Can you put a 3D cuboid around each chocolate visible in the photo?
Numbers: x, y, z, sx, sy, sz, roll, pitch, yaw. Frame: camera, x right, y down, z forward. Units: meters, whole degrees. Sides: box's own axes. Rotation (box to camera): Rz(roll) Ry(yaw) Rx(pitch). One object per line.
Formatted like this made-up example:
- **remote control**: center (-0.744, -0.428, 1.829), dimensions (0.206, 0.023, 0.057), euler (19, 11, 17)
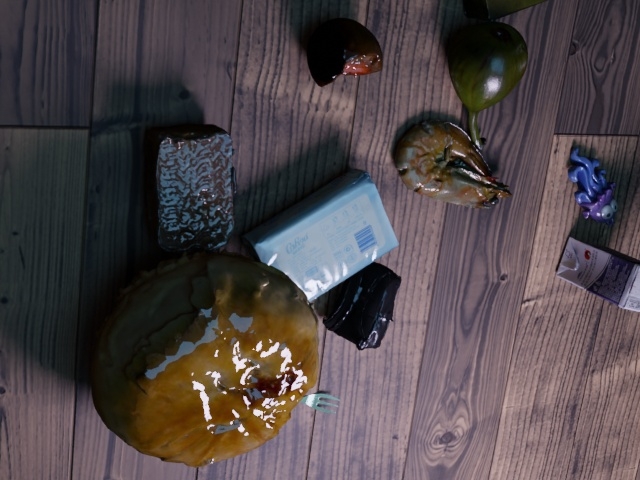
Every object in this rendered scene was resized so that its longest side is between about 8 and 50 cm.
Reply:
- **chocolate**: center (-0.226, -0.090, 1.756), dimensions (0.148, 0.093, 0.214), euler (-6, 110, -26)
- **chocolate**: center (0.047, -0.325, 1.814), dimensions (0.133, 0.124, 0.127), euler (0, 109, -63)

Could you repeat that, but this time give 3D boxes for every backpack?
- **backpack**: center (0.093, 0.125, 2.011), dimensions (0.106, 0.120, 0.165), euler (24, 96, -56)

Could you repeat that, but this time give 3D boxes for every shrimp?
- **shrimp**: center (0.274, -0.141, 2.045), dimensions (0.294, 0.062, 0.154), euler (21, 91, -32)

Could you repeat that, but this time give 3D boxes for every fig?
- **fig**: center (0.301, -0.297, 1.988), dimensions (0.151, 0.151, 0.259), euler (-9, 140, -27)

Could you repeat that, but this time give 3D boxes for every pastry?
- **pastry**: center (-0.202, 0.197, 1.775), dimensions (0.409, 0.245, 0.409), euler (-13, 124, -20)

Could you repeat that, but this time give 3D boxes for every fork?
- **fork**: center (-0.066, 0.315, 2.045), dimensions (0.235, 0.021, 0.039), euler (12, 98, -31)

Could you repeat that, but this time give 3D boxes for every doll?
- **doll**: center (0.591, -0.113, 2.235), dimensions (0.110, 0.067, 0.206), euler (-43, 113, -20)

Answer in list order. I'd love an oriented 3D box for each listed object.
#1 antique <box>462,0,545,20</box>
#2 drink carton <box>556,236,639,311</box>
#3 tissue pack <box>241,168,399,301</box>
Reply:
- **antique**: center (0.381, -0.491, 1.960), dimensions (0.221, 0.080, 0.081), euler (-23, 117, -20)
- **drink carton**: center (0.641, 0.076, 2.235), dimensions (0.134, 0.222, 0.102), euler (10, 102, -32)
- **tissue pack**: center (0.000, 0.000, 1.924), dimensions (0.263, 0.089, 0.177), euler (-32, 120, -13)
